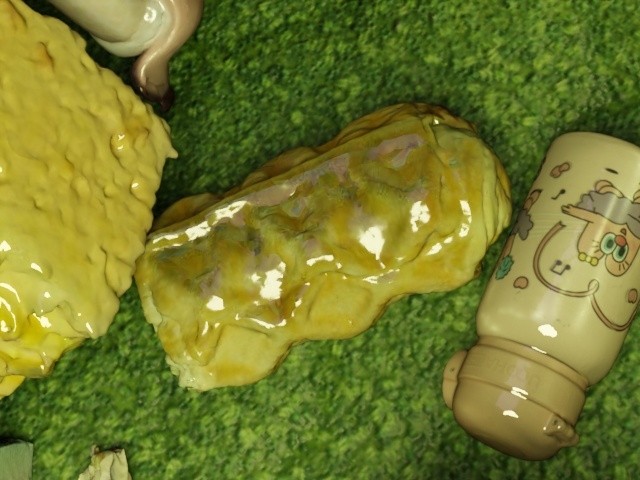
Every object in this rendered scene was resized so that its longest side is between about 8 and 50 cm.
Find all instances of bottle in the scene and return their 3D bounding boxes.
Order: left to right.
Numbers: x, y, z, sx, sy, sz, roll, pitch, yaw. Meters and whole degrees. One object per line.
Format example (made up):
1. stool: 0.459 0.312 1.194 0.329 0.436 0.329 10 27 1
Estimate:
1. bottle: 0.151 0.038 0.890 0.110 0.097 0.209 13 70 43

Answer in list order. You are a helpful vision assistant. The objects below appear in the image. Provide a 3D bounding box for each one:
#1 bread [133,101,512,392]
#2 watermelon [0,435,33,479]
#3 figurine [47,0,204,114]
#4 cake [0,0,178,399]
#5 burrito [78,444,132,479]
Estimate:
1. bread: 0.000 0.000 0.928 0.267 0.130 0.152 -24 54 3
2. watermelon: -0.289 0.250 0.914 0.319 0.214 0.289 -20 20 46
3. figurine: -0.057 -0.287 0.982 0.361 0.211 0.253 -41 27 19
4. cake: -0.280 -0.011 0.906 0.286 0.222 0.227 -26 38 37
5. burrito: -0.157 0.231 0.920 0.045 0.041 0.186 -17 56 55
